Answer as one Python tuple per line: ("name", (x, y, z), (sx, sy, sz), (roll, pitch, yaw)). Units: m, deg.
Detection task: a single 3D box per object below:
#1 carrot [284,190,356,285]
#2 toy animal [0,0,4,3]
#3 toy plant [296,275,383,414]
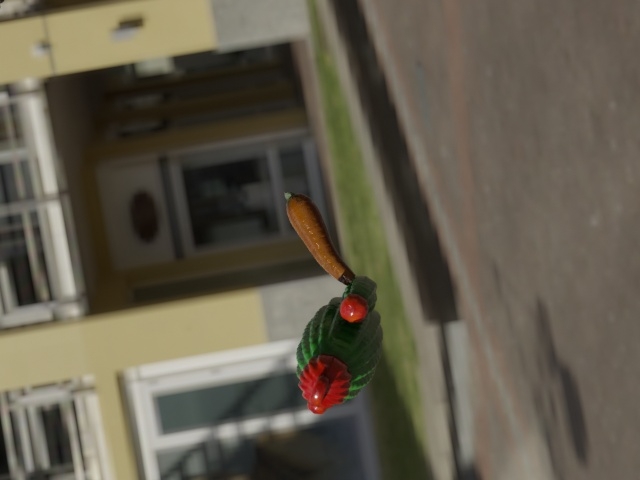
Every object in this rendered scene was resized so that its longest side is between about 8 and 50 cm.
("carrot", (0.000, 0.000, 1.870), (0.142, 0.035, 0.035), (57, 170, 19))
("toy animal", (-0.398, -0.375, 1.878), (0.266, 0.213, 0.212), (-64, 3, 1))
("toy plant", (0.022, 0.110, 1.788), (0.240, 0.088, 0.154), (88, -155, -80))
